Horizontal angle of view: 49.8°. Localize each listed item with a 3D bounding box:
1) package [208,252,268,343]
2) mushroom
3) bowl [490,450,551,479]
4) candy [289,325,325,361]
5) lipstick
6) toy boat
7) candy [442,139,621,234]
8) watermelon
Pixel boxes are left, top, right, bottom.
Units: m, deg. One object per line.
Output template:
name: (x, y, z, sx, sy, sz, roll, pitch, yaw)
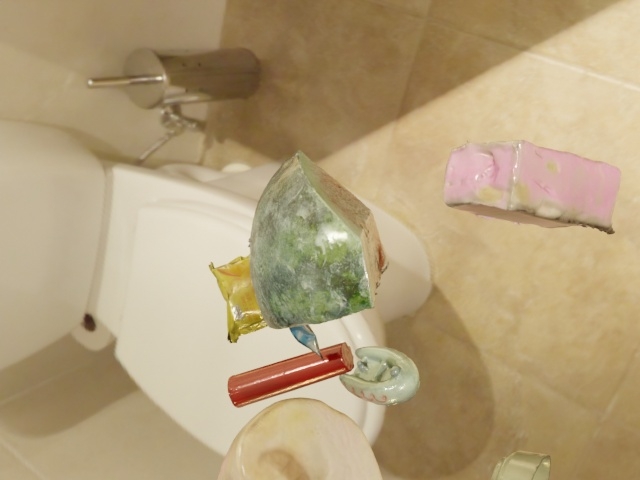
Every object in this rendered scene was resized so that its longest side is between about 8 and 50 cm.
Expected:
package: (-0.182, 0.128, 1.712, 0.168, 0.090, 0.226, -21, 67, -2)
mushroom: (-0.063, 0.275, 0.798, 0.162, 0.236, 0.173, -26, 67, 55)
bowl: (0.516, 0.645, 1.812, 0.112, 0.211, 0.211, 14, 111, 33)
candy: (-0.033, 0.184, 1.351, 0.038, 0.088, 0.136, -35, 82, -7)
lipstick: (-0.066, 0.284, 1.458, 0.280, 0.073, 0.073, -20, 92, 18)
toy boat: (0.130, 0.298, 1.559, 0.208, 0.134, 0.079, 10, 143, 48)
candy: (0.342, -0.082, 1.109, 0.155, 0.265, 0.115, 9, 92, 58)
watermelon: (0.000, 0.000, 1.093, 0.320, 0.214, 0.289, -37, 59, 57)
